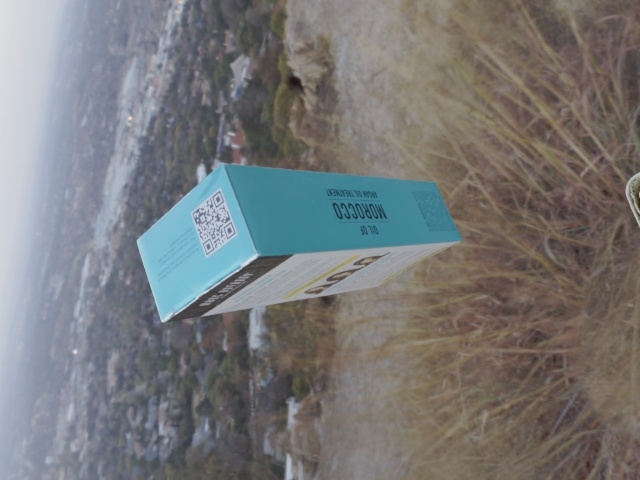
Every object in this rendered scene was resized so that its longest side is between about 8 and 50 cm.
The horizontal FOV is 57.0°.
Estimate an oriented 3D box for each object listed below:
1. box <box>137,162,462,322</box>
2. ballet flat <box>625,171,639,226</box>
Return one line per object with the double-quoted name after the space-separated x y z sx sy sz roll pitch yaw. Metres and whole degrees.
0.000 0.000 0.439 0.100 0.244 0.060 -33 71 35 "box"
0.361 0.000 0.586 0.248 0.086 0.086 -72 9 -57 "ballet flat"
